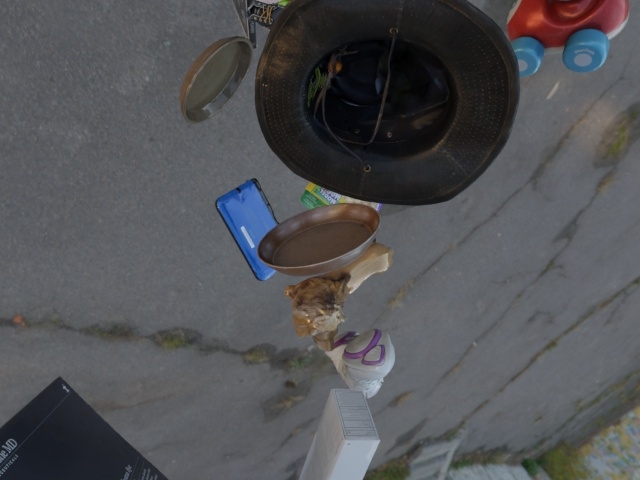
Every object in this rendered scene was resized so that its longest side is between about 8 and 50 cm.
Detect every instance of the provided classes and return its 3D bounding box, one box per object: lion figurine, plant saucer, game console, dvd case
[{"bbox_3d":[0.064,0.087,1.135,0.392,0.142,0.240,-44,-171,-26],"label":"lion figurine"},{"bbox_3d":[-0.288,-0.441,1.309,0.278,0.041,0.278,-50,178,-2],"label":"plant saucer"},{"bbox_3d":[0.000,0.000,0.632,0.168,0.168,0.029,-26,117,-15],"label":"plant saucer"},{"bbox_3d":[-0.219,-0.041,1.572,0.250,0.173,0.293,-38,106,-39],"label":"game console"},{"bbox_3d":[-0.221,-0.697,1.364,0.029,0.179,0.239,-18,165,-10],"label":"dvd case"}]

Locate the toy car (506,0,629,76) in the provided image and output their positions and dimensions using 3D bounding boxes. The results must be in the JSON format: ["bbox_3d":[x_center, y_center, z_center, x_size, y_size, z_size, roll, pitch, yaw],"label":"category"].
[{"bbox_3d":[0.432,-0.465,0.864,0.238,0.210,0.219,48,61,-45],"label":"toy car"}]

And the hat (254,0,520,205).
[{"bbox_3d":[0.086,-0.199,0.645,0.331,0.134,0.331,9,131,10],"label":"hat"}]

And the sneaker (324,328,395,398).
[{"bbox_3d":[0.109,0.278,1.062,0.114,0.152,0.305,-31,179,-14],"label":"sneaker"}]

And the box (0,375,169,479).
[{"bbox_3d":[-0.358,0.395,0.642,0.179,0.312,0.343,-42,-172,-9],"label":"box"}]

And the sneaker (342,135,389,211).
[{"bbox_3d":[0.116,-0.200,1.045,0.146,0.102,0.293,-21,110,-48],"label":"sneaker"}]

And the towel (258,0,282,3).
[{"bbox_3d":[-0.188,-0.900,1.543,0.317,0.332,0.053,38,57,-62],"label":"towel"}]

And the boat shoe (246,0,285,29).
[{"bbox_3d":[-0.123,-0.552,1.179,0.083,0.183,0.065,11,103,-30],"label":"boat shoe"}]

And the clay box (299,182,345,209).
[{"bbox_3d":[0.062,-0.148,1.144,0.127,0.053,0.222,36,87,-33],"label":"clay box"}]

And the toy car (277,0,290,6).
[{"bbox_3d":[-0.004,-0.647,1.363,0.188,0.155,0.149,-12,114,25],"label":"toy car"}]

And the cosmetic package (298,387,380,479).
[{"bbox_3d":[0.023,0.358,0.766,0.060,0.099,0.239,8,119,-15],"label":"cosmetic package"}]
